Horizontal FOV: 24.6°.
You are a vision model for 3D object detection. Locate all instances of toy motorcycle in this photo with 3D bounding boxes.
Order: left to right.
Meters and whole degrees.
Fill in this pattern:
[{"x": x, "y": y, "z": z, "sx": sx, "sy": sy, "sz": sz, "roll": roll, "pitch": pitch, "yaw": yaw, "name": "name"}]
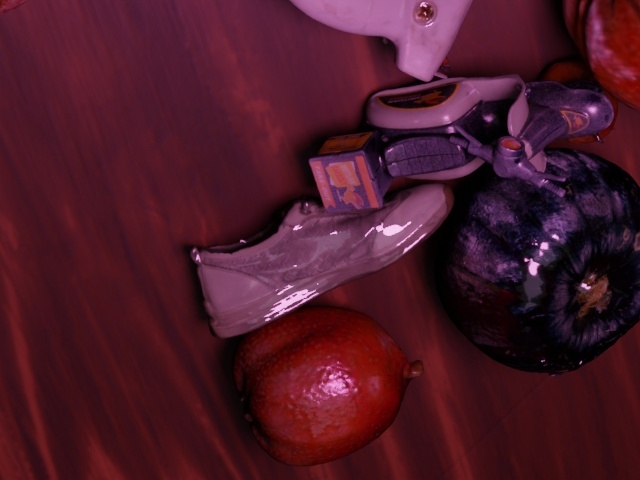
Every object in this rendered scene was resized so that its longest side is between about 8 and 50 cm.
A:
[{"x": 0.137, "y": -0.094, "z": 1.359, "sx": 0.263, "sy": 0.157, "sz": 0.091, "roll": -5, "pitch": 120, "yaw": 28, "name": "toy motorcycle"}]

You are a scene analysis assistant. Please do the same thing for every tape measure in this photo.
[{"x": 0.059, "y": -0.299, "z": 1.287, "sx": 0.265, "sy": 0.130, "sz": 0.258, "roll": 20, "pitch": 113, "yaw": -19, "name": "tape measure"}]

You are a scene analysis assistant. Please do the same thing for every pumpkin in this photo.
[{"x": 0.225, "y": 0.022, "z": 1.448, "sx": 0.233, "sy": 0.163, "sz": 0.233, "roll": -16, "pitch": 125, "yaw": -25, "name": "pumpkin"}]

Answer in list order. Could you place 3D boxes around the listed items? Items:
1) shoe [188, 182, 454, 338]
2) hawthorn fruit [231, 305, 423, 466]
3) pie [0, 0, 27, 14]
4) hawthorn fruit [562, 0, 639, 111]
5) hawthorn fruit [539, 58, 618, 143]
[{"x": 0.000, "y": 0.000, "z": 1.441, "sx": 0.275, "sy": 0.103, "sz": 0.098, "roll": -26, "pitch": 104, "yaw": 0, "name": "shoe"}, {"x": 0.009, "y": 0.141, "z": 1.481, "sx": 0.188, "sy": 0.169, "sz": 0.169, "roll": -16, "pitch": 118, "yaw": -10, "name": "hawthorn fruit"}, {"x": -0.311, "y": -0.278, "z": 1.268, "sx": 0.182, "sy": 0.049, "sz": 0.182, "roll": -2, "pitch": 118, "yaw": -4, "name": "pie"}, {"x": 0.348, "y": -0.244, "z": 1.307, "sx": 0.284, "sy": 0.284, "sz": 0.284, "roll": -4, "pitch": 117, "yaw": -9, "name": "hawthorn fruit"}, {"x": 0.253, "y": -0.131, "z": 1.424, "sx": 0.081, "sy": 0.093, "sz": 0.081, "roll": -6, "pitch": 119, "yaw": -10, "name": "hawthorn fruit"}]
